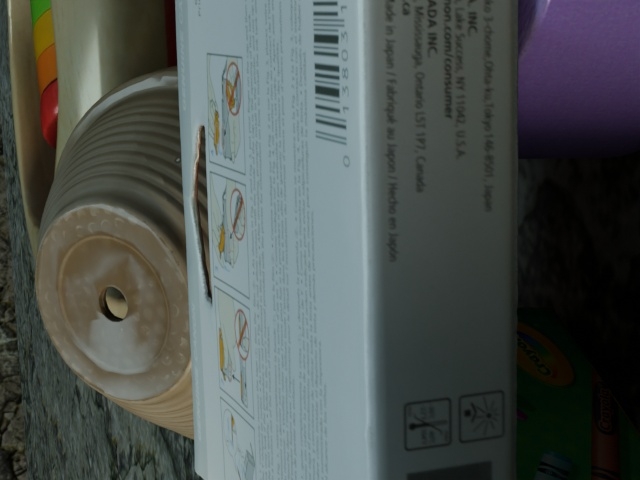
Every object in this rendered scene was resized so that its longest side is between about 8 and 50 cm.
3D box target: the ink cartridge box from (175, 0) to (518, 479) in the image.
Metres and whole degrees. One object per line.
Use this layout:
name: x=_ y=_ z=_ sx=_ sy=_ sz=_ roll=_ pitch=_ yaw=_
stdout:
ink cartridge box: x=0.000 y=0.000 z=0.553 sx=0.239 sy=0.060 sz=0.275 roll=-153 pitch=60 yaw=-70

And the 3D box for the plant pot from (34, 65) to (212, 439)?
plant pot: x=-0.087 y=0.022 z=0.809 sx=0.237 sy=0.109 sz=0.237 roll=12 pitch=112 yaw=31

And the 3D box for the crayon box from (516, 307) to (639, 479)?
crayon box: x=0.068 y=0.188 z=0.604 sx=0.165 sy=0.081 sz=0.278 roll=-117 pitch=31 yaw=-52

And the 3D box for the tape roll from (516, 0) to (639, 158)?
tape roll: x=0.075 y=-0.169 z=0.541 sx=0.275 sy=0.090 sz=0.275 roll=179 pitch=90 yaw=-72

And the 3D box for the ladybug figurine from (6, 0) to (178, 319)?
ladybug figurine: x=-0.142 y=-0.148 z=1.058 sx=0.305 sy=0.162 sz=0.449 roll=136 pitch=129 yaw=-64
